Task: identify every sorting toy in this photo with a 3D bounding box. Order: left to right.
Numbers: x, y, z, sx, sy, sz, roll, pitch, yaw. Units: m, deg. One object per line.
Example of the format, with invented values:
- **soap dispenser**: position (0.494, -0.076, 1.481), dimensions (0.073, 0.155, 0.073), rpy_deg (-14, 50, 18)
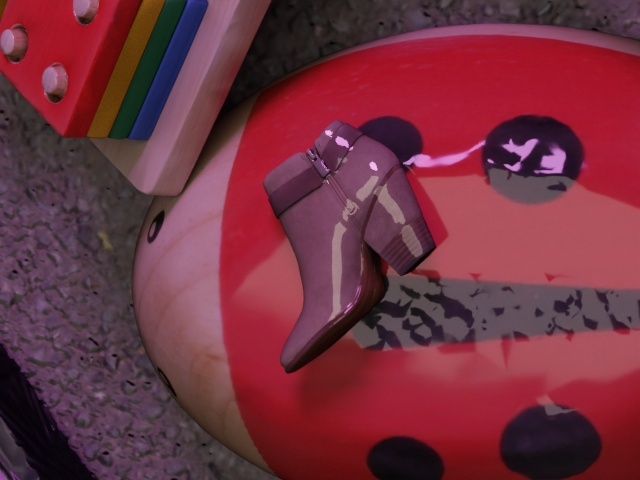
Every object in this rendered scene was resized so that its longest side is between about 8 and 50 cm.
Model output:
- **sorting toy**: position (-0.134, -0.200, 0.724), dimensions (0.255, 0.089, 0.257), rpy_deg (44, 118, 33)

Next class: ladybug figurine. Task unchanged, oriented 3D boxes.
- **ladybug figurine**: position (0.091, 0.025, 0.741), dimensions (0.450, 0.162, 0.305), rpy_deg (-6, 96, 13)

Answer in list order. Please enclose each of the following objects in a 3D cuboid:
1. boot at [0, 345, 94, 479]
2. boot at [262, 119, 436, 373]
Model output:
- **boot**: position (-0.253, 0.219, 0.878), dimensions (0.207, 0.094, 0.246), rpy_deg (-36, 82, 11)
- **boot**: position (0.000, 0.000, 0.658), dimensions (0.118, 0.042, 0.087), rpy_deg (-43, 79, 13)
